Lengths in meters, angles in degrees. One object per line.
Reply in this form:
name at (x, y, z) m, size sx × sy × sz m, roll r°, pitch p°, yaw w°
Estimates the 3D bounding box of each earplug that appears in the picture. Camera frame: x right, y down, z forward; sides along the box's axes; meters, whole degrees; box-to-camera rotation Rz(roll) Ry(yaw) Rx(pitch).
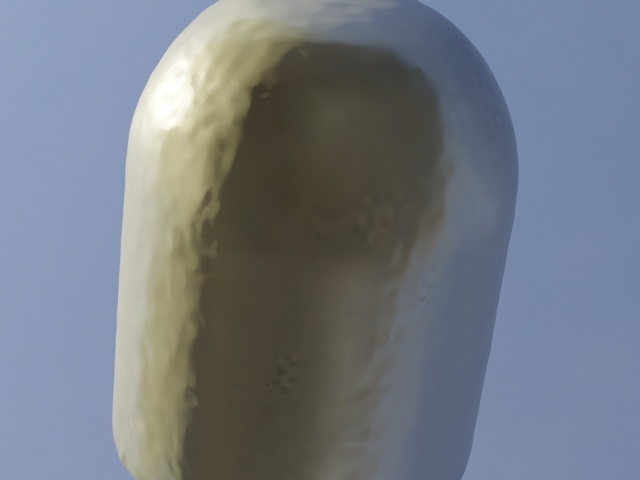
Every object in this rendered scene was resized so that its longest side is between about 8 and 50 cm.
earplug at (0.000, 0.000, 0.911) m, size 0.312 × 0.312 × 0.394 m, roll 20°, pitch -56°, yaw 18°
